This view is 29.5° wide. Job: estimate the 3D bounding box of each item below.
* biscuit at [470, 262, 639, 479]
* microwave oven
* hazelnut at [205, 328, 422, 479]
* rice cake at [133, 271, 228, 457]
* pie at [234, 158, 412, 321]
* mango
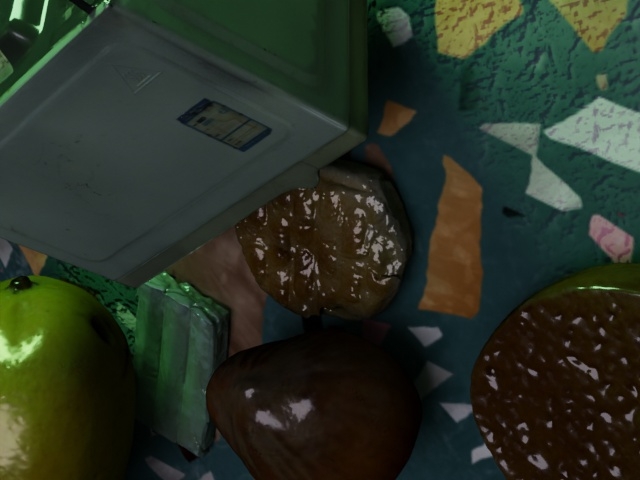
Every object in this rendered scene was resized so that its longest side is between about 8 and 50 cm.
[{"bbox_3d":[0.305,0.207,1.085,0.350,0.070,0.394,-35,90,41],"label":"biscuit"},{"bbox_3d":[-0.164,-0.149,1.075,0.286,0.218,0.355,24,143,-32],"label":"microwave oven"},{"bbox_3d":[-0.008,0.181,1.201,0.210,0.210,0.186,-1,107,34],"label":"hazelnut"},{"bbox_3d":[-0.165,0.145,1.386,0.124,0.038,0.211,29,126,20],"label":"rice cake"},{"bbox_3d":[0.000,0.000,1.203,0.195,0.046,0.195,14,117,28],"label":"pie"},{"bbox_3d":[-0.323,0.232,1.388,0.445,0.221,0.301,100,161,-45],"label":"mango"}]
